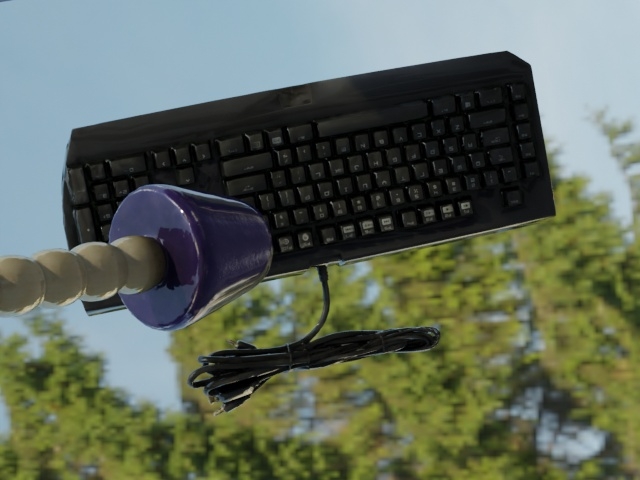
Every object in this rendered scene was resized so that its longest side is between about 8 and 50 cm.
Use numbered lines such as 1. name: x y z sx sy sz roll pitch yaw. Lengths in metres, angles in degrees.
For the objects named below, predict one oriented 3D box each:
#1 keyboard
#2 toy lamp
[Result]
1. keyboard: 0.000 0.000 1.027 0.317 0.033 0.201 -12 -79 -10
2. toy lamp: -0.134 0.017 0.767 0.275 0.080 0.080 -8 -88 -47
